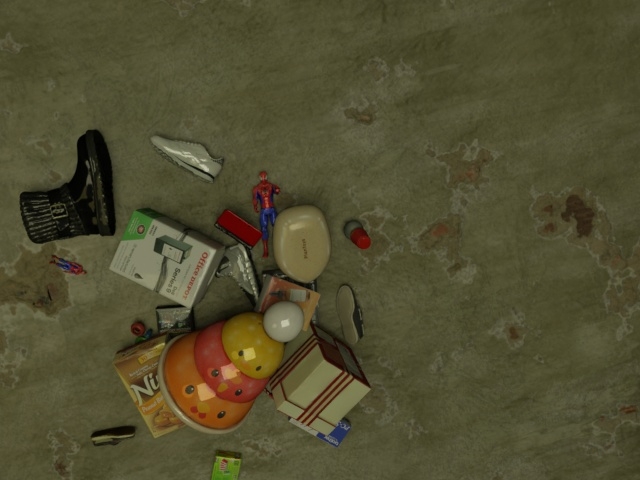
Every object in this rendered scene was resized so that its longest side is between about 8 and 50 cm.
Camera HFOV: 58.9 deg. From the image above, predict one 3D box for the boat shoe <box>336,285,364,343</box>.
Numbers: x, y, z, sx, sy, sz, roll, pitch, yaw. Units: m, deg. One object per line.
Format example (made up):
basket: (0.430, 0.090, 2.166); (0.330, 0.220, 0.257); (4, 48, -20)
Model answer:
boat shoe: (0.108, 0.251, 1.958); (0.065, 0.075, 0.206); (-16, 99, -47)

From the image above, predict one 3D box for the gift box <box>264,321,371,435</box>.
gift box: (-0.021, 0.454, 1.868); (0.255, 0.276, 0.258); (38, 99, -24)

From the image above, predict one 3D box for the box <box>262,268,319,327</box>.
box: (-0.099, 0.212, 1.918); (0.183, 0.056, 0.231); (-5, 100, -6)

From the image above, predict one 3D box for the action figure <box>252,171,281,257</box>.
action figure: (-0.165, -0.081, 1.821); (0.091, 0.139, 0.281); (-8, 99, -6)

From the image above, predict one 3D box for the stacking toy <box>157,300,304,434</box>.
stacking toy: (-0.231, 0.327, 1.707); (0.350, 0.351, 0.480); (41, 118, -11)

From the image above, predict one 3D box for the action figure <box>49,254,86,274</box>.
action figure: (-0.814, 0.085, 1.832); (0.115, 0.030, 0.038); (23, 92, -12)

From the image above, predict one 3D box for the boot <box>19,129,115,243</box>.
boot: (-0.783, -0.161, 1.736); (0.260, 0.131, 0.348); (-2, 101, -6)

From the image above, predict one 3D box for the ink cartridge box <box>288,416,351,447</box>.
ink cartridge box: (-0.002, 0.641, 2.013); (0.207, 0.046, 0.097); (32, 97, -11)

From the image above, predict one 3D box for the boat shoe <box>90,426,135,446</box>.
boat shoe: (-0.706, 0.674, 1.941); (0.152, 0.056, 0.049); (-5, 106, 4)

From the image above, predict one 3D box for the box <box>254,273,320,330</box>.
box: (-0.108, 0.198, 1.820); (0.170, 0.091, 0.130); (21, 86, -16)

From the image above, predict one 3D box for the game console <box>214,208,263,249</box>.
game console: (-0.257, -0.045, 1.814); (0.144, 0.124, 0.085); (35, 104, -11)

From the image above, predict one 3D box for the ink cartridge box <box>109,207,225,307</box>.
ink cartridge box: (-0.477, 0.053, 1.788); (0.289, 0.121, 0.211); (25, 96, 2)

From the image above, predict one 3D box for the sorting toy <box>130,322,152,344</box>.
sorting toy: (-0.593, 0.313, 1.896); (0.061, 0.042, 0.102); (-8, 114, 11)

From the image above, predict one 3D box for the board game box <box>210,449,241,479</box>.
board game box: (-0.341, 0.843, 2.014); (0.092, 0.043, 0.181); (10, 99, -8)

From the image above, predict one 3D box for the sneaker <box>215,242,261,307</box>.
sneaker: (-0.277, 0.126, 1.878); (0.132, 0.086, 0.229); (-15, 92, 2)

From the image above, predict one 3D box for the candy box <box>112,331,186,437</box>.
candy box: (-0.531, 0.482, 1.887); (0.182, 0.087, 0.317); (-22, 110, -3)

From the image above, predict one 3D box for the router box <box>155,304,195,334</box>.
router box: (-0.484, 0.263, 1.894); (0.122, 0.038, 0.092); (-3, 100, -5)

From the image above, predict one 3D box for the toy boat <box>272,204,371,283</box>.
toy boat: (0.000, 0.000, 1.826); (0.318, 0.148, 0.268); (-7, 114, -13)

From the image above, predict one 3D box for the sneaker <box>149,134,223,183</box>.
sneaker: (-0.423, -0.274, 1.789); (0.235, 0.090, 0.095); (30, 83, -14)
